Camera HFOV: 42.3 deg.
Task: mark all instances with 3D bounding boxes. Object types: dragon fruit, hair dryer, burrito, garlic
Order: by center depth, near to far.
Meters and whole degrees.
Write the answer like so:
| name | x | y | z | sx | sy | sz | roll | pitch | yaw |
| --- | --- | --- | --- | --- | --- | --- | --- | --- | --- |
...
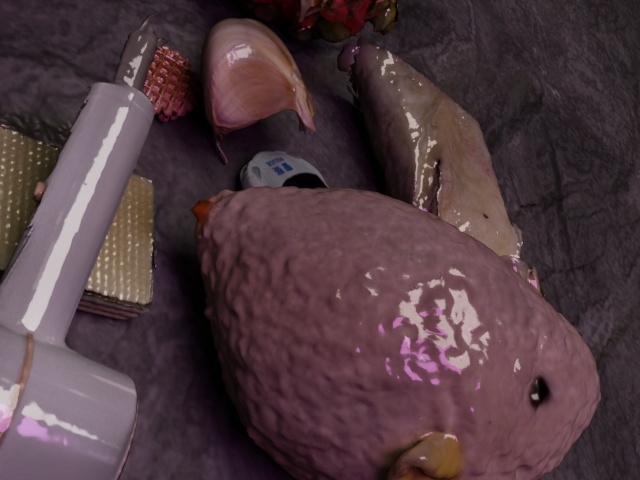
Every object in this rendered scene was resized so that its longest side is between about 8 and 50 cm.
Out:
| name | x | y | z | sx | sy | sz | roll | pitch | yaw |
| --- | --- | --- | --- | --- | --- | --- | --- | --- | --- |
| hair dryer | -0.172 | -0.013 | 0.523 | 0.173 | 0.107 | 0.358 | 32 | 58 | -29 |
| garlic | -0.068 | -0.151 | 0.778 | 0.174 | 0.099 | 0.124 | -96 | 165 | -67 |
| dragon fruit | -0.013 | -0.347 | 0.883 | 0.231 | 0.237 | 0.303 | 32 | 22 | -53 |
| burrito | 0.137 | -0.057 | 0.923 | 0.175 | 0.107 | 0.348 | 3 | 61 | -52 |

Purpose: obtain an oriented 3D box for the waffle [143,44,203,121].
| name | x | y | z | sx | sy | sz | roll | pitch | yaw |
| --- | --- | --- | --- | --- | --- | --- | --- | --- | --- |
| waffle | -0.145 | -0.144 | 0.755 | 0.083 | 0.029 | 0.075 | -30 | 86 | -49 |

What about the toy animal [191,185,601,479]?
| name | x | y | z | sx | sy | sz | roll | pitch | yaw |
| --- | --- | --- | --- | --- | --- | --- | --- | --- | --- |
| toy animal | 0.044 | 0.086 | 0.641 | 0.358 | 0.188 | 0.227 | 30 | 71 | 2 |

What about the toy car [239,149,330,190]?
| name | x | y | z | sx | sy | sz | roll | pitch | yaw |
| --- | --- | --- | --- | --- | --- | --- | --- | --- | --- |
| toy car | 0.000 | 0.000 | 0.780 | 0.095 | 0.056 | 0.205 | -30 | 88 | -50 |

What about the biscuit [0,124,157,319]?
| name | x | y | z | sx | sy | sz | roll | pitch | yaw |
| --- | --- | --- | --- | --- | --- | --- | --- | --- | --- |
| biscuit | -0.210 | -0.018 | 0.590 | 0.199 | 0.040 | 0.121 | 21 | 49 | -38 |
